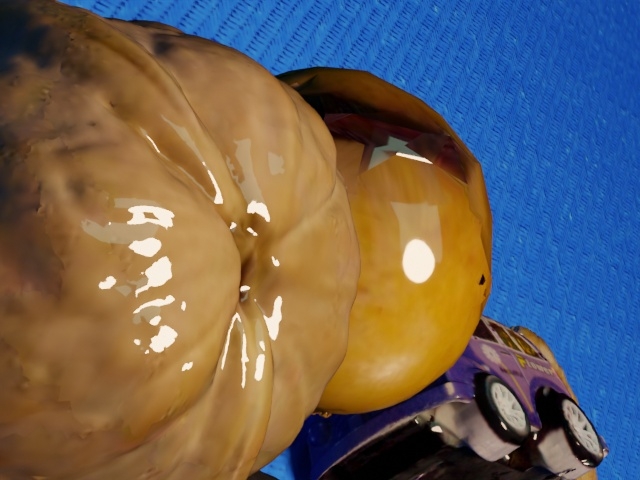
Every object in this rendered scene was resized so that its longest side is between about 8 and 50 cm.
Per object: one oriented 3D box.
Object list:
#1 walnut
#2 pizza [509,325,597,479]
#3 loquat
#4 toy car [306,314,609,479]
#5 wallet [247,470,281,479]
[{"bbox_3d":[-0.125,0.016,0.781,0.296,0.285,0.285,-27,97,-48],"label":"walnut"},{"bbox_3d":[0.207,0.210,1.485,0.181,0.034,0.262,56,31,-25],"label":"pizza"},{"bbox_3d":[0.000,0.000,1.050,0.235,0.235,0.235,38,43,-45],"label":"loquat"},{"bbox_3d":[0.090,0.136,1.212,0.235,0.172,0.158,26,35,-50],"label":"toy car"},{"bbox_3d":[0.013,0.234,0.964,0.321,0.044,0.170,26,46,-10],"label":"wallet"}]
